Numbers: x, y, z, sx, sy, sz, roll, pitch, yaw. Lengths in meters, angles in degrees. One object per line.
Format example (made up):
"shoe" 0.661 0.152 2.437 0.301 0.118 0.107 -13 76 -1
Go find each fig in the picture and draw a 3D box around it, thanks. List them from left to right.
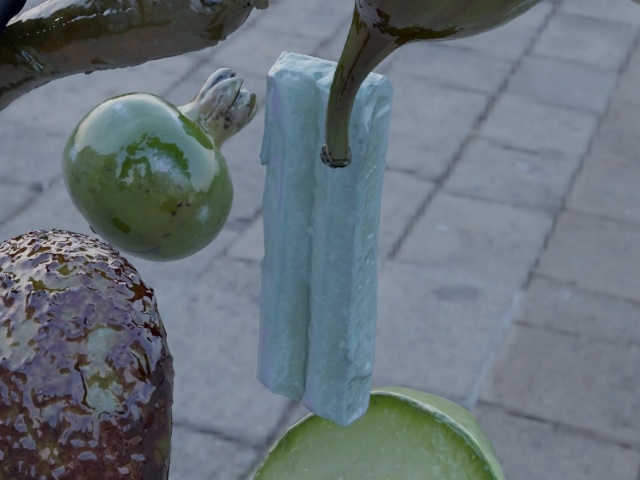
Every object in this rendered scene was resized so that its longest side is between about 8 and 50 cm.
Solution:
"fig" 0.044 -0.125 0.818 0.124 0.236 0.124 24 35 -18

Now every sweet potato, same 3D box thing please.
"sweet potato" -0.165 -0.149 1.163 0.273 0.075 0.075 -16 18 25

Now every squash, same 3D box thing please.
"squash" 0.048 0.188 1.248 0.155 0.237 0.204 31 34 -52

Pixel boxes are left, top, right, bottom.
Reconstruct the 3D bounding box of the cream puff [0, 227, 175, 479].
"cream puff" -0.113 0.067 0.635 0.084 0.149 0.149 1 27 -25

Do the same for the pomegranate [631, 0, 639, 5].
"pomegranate" 0.285 -0.346 1.172 0.411 0.411 0.411 6 27 -3

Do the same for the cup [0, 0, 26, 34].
"cup" -0.314 -0.086 1.117 0.178 0.255 0.256 11 67 42

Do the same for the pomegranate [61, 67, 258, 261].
"pomegranate" -0.165 -0.084 1.621 0.179 0.210 0.179 19 14 -5

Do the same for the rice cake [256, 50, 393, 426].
"rice cake" 0.000 0.000 1.008 0.085 0.226 0.040 17 23 36
